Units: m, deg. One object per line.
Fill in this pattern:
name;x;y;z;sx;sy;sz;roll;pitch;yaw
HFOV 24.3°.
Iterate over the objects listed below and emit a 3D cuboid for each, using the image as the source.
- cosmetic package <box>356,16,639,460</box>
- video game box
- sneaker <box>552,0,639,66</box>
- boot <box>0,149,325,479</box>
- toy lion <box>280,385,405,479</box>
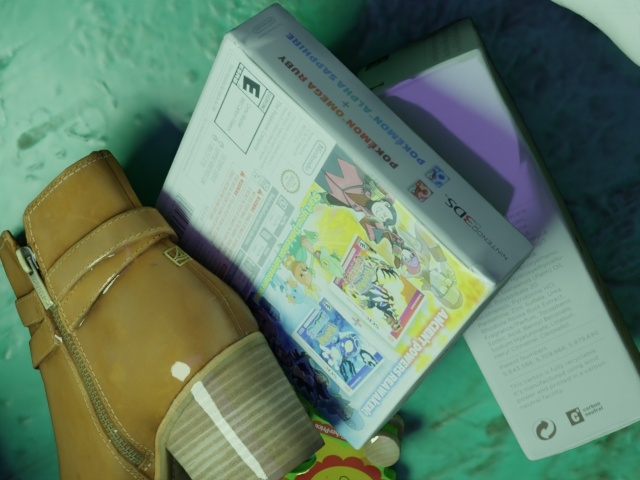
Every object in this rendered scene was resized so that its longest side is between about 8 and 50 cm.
cosmetic package;0.104;-0.004;0.854;0.085;0.117;0.231;-24;105;10
video game box;0.000;0.000;0.816;0.187;0.048;0.205;47;146;10
sneaker;0.083;-0.160;0.820;0.153;0.094;0.235;-38;100;15
boot;-0.145;0.097;0.909;0.220;0.109;0.283;54;134;6
toy lion;0.006;0.148;0.954;0.100;0.034;0.096;21;115;-1
